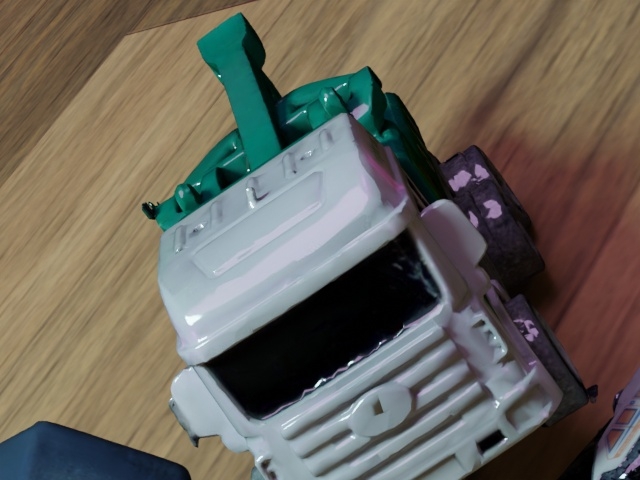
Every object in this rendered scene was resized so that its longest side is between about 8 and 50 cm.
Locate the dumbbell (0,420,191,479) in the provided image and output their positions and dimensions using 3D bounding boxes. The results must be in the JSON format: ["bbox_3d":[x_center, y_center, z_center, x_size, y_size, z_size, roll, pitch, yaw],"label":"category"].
[{"bbox_3d":[-0.134,0.231,0.783,0.160,0.144,0.325,-30,27,21],"label":"dumbbell"}]

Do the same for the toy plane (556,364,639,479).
[{"bbox_3d":[0.162,0.057,0.782,0.197,0.053,0.078,-55,20,-22],"label":"toy plane"}]

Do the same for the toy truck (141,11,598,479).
[{"bbox_3d":[0.004,0.006,0.896,0.176,0.178,0.363,-34,20,8],"label":"toy truck"}]
